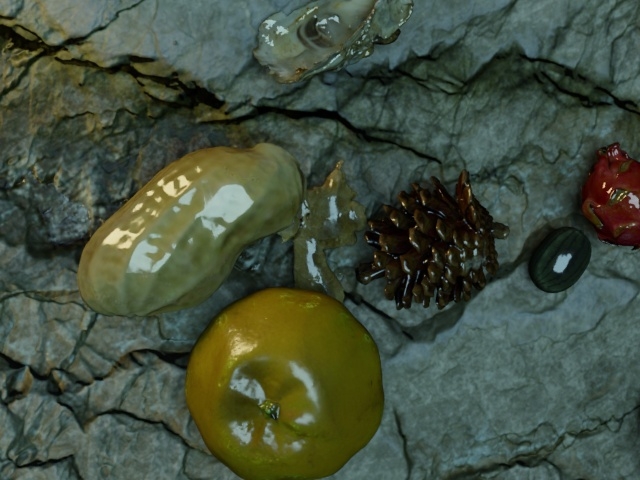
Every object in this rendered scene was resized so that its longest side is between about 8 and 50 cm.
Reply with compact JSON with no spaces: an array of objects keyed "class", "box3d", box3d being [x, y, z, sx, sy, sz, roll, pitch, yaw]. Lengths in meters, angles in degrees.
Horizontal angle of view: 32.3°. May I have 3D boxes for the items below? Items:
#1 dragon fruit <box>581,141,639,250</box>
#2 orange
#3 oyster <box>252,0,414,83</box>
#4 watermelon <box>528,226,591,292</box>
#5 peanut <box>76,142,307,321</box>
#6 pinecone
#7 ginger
[{"class":"dragon fruit","box3d":[0.442,-0.060,1.615,0.133,0.136,0.165,-23,88,-8]},{"class":"orange","box3d":[-0.049,0.200,1.502,0.279,0.235,0.278,0,101,-2]},{"class":"oyster","box3d":[0.029,-0.287,1.525,0.233,0.161,0.107,-35,141,-4]},{"class":"watermelon","box3d":[0.357,0.027,1.636,0.078,0.078,0.110,37,89,-12]},{"class":"peanut","box3d":[-0.181,-0.020,1.496,0.340,0.158,0.174,-46,60,-6]},{"class":"pinecone","box3d":[0.151,0.008,1.551,0.212,0.168,0.185,-23,104,-8]},{"class":"ginger","box3d":[0.010,0.004,1.583,0.133,0.059,0.214,-18,97,-3]}]
